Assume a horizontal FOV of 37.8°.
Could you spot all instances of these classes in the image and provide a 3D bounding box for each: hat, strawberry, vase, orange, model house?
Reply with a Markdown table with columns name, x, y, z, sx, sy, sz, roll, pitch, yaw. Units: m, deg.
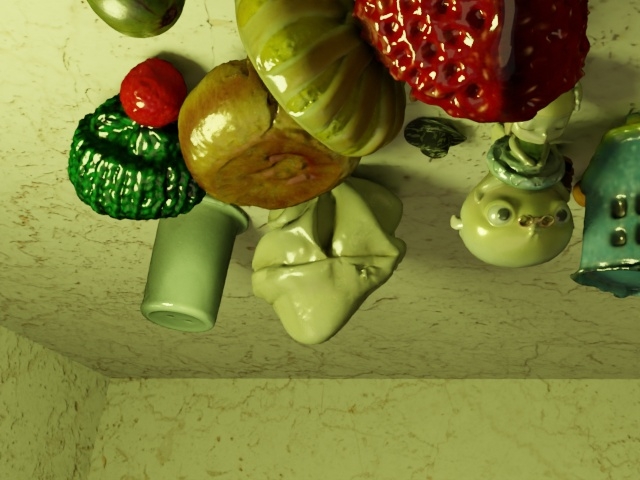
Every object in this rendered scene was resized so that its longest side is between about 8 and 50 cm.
| name | x | y | z | sx | sy | sz | roll | pitch | yaw |
| --- | --- | --- | --- | --- | --- | --- | --- | --- | --- |
| hat | -0.336 | -0.211 | 1.773 | 0.274 | 0.242 | 0.332 | 0 | 135 | -17 |
| strawberry | 0.202 | -0.332 | 1.180 | 0.295 | 0.317 | 0.345 | -25 | 155 | -12 |
| vase | -0.311 | 0.061 | 2.240 | 0.245 | 0.291 | 0.245 | 7 | 159 | 3 |
| hat | 0.216 | -0.186 | 1.782 | 0.121 | 0.050 | 0.121 | 10 | 158 | 4 |
| orange | 0.545 | -0.094 | 1.863 | 0.086 | 0.062 | 0.086 | 7 | 154 | 4 |
| model house | 0.589 | -0.060 | 1.649 | 0.216 | 0.303 | 0.237 | -3 | 166 | 43 |

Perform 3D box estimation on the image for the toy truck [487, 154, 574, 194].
| name | x | y | z | sx | sy | sz | roll | pitch | yaw |
| --- | --- | --- | --- | --- | --- | --- | --- | --- | --- |
| toy truck | 0.406 | -0.118 | 1.827 | 0.083 | 0.092 | 0.192 | 21 | 162 | -24 |

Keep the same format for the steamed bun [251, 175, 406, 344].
| name | x | y | z | sx | sy | sz | roll | pitch | yaw |
| --- | --- | --- | --- | --- | --- | --- | --- | --- | --- |
| steamed bun | 0.000 | 0.000 | 1.974 | 0.255 | 0.368 | 0.342 | 47 | -179 | -22 |

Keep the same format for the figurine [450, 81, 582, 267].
| name | x | y | z | sx | sy | sz | roll | pitch | yaw |
| --- | --- | --- | --- | --- | --- | --- | --- | --- | --- |
| figurine | 0.346 | -0.152 | 1.625 | 0.227 | 0.274 | 0.394 | -4 | 128 | -10 |

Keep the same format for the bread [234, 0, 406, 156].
| name | x | y | z | sx | sy | sz | roll | pitch | yaw |
| --- | --- | --- | --- | --- | --- | --- | --- | --- | --- |
| bread | 0.021 | -0.269 | 1.379 | 0.160 | 0.333 | 0.333 | -33 | 139 | 21 |

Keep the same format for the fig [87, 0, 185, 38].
| name | x | y | z | sx | sy | sz | roll | pitch | yaw |
| --- | --- | --- | --- | --- | --- | --- | --- | --- | --- |
| fig | -0.324 | -0.417 | 1.412 | 0.259 | 0.151 | 0.151 | 37 | 155 | 3 |

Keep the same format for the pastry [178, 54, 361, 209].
| name | x | y | z | sx | sy | sz | roll | pitch | yaw |
| --- | --- | --- | --- | --- | --- | --- | --- | --- | --- |
| pastry | -0.087 | -0.189 | 1.669 | 0.356 | 0.163 | 0.356 | -8 | 148 | -5 |
